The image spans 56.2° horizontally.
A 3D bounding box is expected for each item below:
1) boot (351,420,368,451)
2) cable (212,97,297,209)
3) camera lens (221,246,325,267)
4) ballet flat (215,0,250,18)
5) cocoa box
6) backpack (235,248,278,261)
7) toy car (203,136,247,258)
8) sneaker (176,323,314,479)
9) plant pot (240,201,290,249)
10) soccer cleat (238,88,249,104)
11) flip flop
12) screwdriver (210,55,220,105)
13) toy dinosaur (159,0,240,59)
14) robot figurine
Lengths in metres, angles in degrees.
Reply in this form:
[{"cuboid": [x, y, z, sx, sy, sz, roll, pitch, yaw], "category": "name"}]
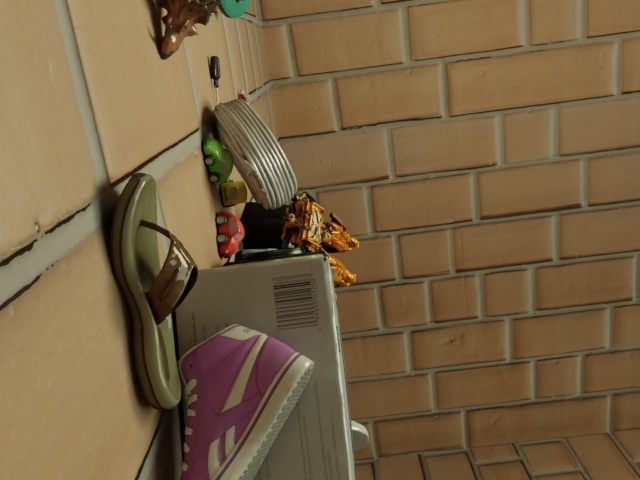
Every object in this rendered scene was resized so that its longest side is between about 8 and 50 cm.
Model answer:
[{"cuboid": [-0.041, 0.347, 1.159, 0.123, 0.258, 0.095, -100, -167, -54], "category": "boot"}, {"cuboid": [-0.145, -0.188, 1.302, 0.257, 0.089, 0.257, 59, -7, 10], "category": "cable"}, {"cuboid": [-0.081, 0.156, 1.188, 0.219, 0.219, 0.275, 32, 52, -88], "category": "camera lens"}, {"cuboid": [-0.240, -0.685, 1.419, 0.349, 0.123, 0.123, 83, 0, -69], "category": "ballet flat"}, {"cuboid": [-0.076, 0.217, 0.927, 0.228, 0.231, 0.348, 66, 17, -81], "category": "cocoa box"}, {"cuboid": [-0.136, 0.075, 1.407, 0.084, 0.114, 0.105, -95, 178, -48], "category": "backpack"}, {"cuboid": [-0.195, -0.113, 1.252, 0.239, 0.053, 0.225, -95, 177, -50], "category": "toy car"}, {"cuboid": [-0.144, 0.238, 0.754, 0.282, 0.161, 0.102, -57, 166, -24], "category": "sneaker"}, {"cuboid": [-0.113, -0.001, 1.618, 0.188, 0.166, 0.188, -89, 171, -69], "category": "plant pot"}, {"cuboid": [-0.227, -0.416, 1.798, 0.083, 0.029, 0.036, 72, 15, -56], "category": "soccer cleat"}, {"cuboid": [-0.179, 0.059, 0.695, 0.112, 0.080, 0.277, -78, 161, -84], "category": "flip flop"}, {"cuboid": [-0.236, -0.336, 1.371, 0.025, 0.024, 0.170, 1, -84, 62], "category": "screwdriver"}, {"cuboid": [-0.219, -0.458, 0.950, 0.200, 0.127, 0.296, -77, 155, -64], "category": "toy dinosaur"}, {"cuboid": [0.000, 0.000, 1.517, 0.291, 0.084, 0.211, 40, 50, -52], "category": "robot figurine"}]
